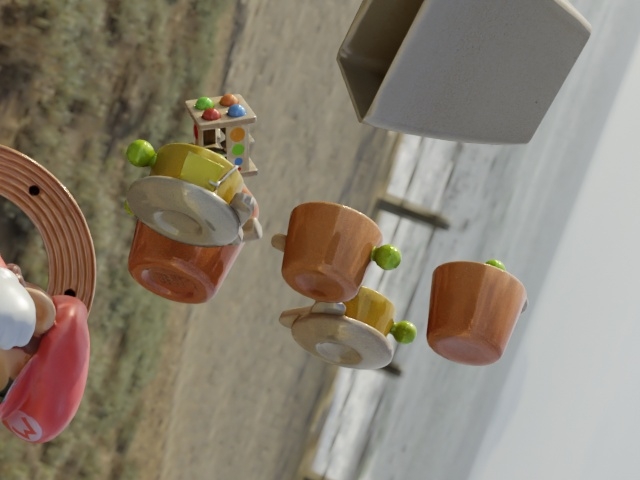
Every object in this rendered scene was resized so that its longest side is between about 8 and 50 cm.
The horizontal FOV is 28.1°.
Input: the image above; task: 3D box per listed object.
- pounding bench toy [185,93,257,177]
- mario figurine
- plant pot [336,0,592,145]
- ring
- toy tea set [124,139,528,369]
[{"bbox_3d":[-0.093,-0.101,1.139,0.083,0.052,0.065,-125,-150,-54],"label":"pounding bench toy"},{"bbox_3d":[-0.319,0.039,1.013,0.170,0.320,0.198,-39,-175,2],"label":"mario figurine"},{"bbox_3d":[0.080,-0.111,0.689,0.109,0.096,0.109,-62,-162,22],"label":"plant pot"},{"bbox_3d":[-0.446,0.040,1.574,0.336,0.337,0.032,-66,-172,-13],"label":"ring"},{"bbox_3d":[0.000,0.000,1.008,0.200,0.336,0.124,-46,-157,60],"label":"toy tea set"}]
